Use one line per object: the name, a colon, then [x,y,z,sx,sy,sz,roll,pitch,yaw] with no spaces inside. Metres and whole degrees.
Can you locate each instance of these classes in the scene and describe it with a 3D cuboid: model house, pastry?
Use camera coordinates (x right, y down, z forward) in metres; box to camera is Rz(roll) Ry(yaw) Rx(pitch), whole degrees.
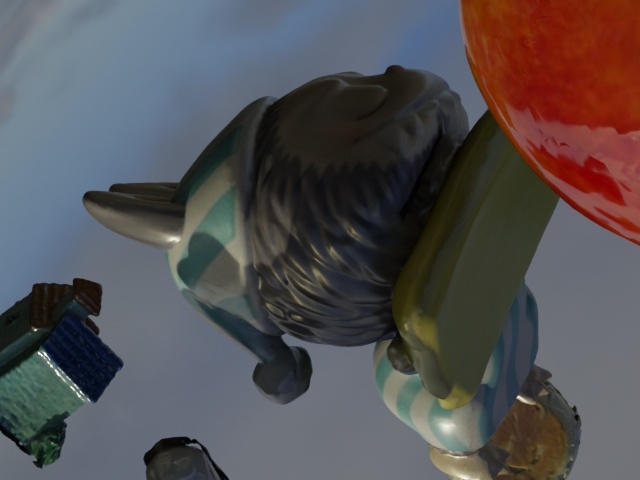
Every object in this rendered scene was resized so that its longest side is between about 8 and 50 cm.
model house: [-0.233,0.096,1.652,0.149,0.119,0.148,-40,-158,11]
pastry: [0.200,0.213,1.945,0.166,0.166,0.088,-52,-168,-1]

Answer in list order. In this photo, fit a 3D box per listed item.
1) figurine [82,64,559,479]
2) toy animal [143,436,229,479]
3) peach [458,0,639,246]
figurine: [0.000,0.000,1.591,0.266,0.378,0.361,-53,149,-34]
toy animal: [-0.123,0.345,1.467,0.194,0.258,0.357,-37,-144,16]
peach: [0.268,-0.156,0.968,0.388,0.388,0.388,-48,-167,15]
